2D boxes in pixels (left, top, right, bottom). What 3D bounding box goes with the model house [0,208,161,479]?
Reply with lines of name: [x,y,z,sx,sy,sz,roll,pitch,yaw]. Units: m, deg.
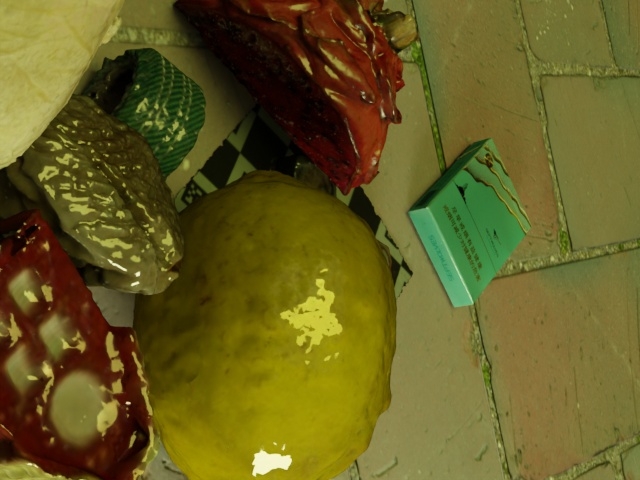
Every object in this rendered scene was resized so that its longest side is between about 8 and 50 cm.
model house: [-0.255,0.124,0.914,0.254,0.196,0.160,57,41,-23]

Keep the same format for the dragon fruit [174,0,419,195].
dragon fruit: [0.019,-0.235,1.292,0.317,0.152,0.205,46,66,-13]

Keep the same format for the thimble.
thimble: [-0.184,-0.124,1.128,0.090,0.118,0.135,42,50,-36]

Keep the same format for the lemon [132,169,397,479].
lemon: [-0.053,0.095,1.103,0.285,0.285,0.316,40,30,-36]

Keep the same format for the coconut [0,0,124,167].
coconut: [-0.309,-0.223,0.797,0.405,0.405,0.404,17,66,-46]

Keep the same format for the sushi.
sushi: [0.000,0.000,1.349,0.339,0.069,0.320,58,43,-21]

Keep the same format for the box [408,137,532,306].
box: [0.223,-0.030,1.642,0.229,0.041,0.162,-45,114,-46]

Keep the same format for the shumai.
shumai: [-0.232,-0.019,0.987,0.206,0.176,0.166,47,25,-20]
